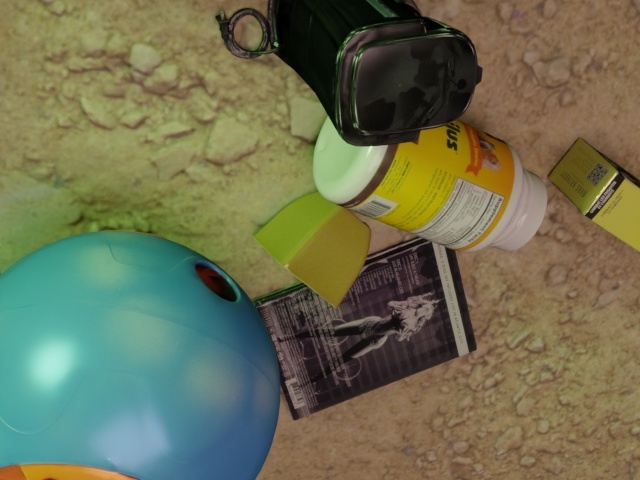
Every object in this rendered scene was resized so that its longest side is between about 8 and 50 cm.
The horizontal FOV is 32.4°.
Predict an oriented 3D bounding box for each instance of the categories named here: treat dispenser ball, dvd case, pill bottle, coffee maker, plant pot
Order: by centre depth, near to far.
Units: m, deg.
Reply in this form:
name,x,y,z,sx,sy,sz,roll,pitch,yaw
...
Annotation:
name,x,y,z,sx,sy,sz,roll,pitch,yaw
coffee maker,0.023,-0.154,0.925,0.171,0.178,0.120,-27,124,-1
treat dispenser ball,-0.179,0.135,0.968,0.288,0.288,0.288,-8,122,-14
pill bottle,0.108,-0.060,1.047,0.215,0.117,0.117,20,112,-28
plant pot,0.000,0.000,1.074,0.081,0.081,0.083,39,90,-33
dvd case,0.051,0.092,1.181,0.221,0.018,0.164,-20,123,-5

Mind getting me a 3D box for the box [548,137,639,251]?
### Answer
name,x,y,z,sx,sy,sz,roll,pitch,yaw
box,0.351,-0.019,1.173,0.232,0.087,0.058,29,107,-29
